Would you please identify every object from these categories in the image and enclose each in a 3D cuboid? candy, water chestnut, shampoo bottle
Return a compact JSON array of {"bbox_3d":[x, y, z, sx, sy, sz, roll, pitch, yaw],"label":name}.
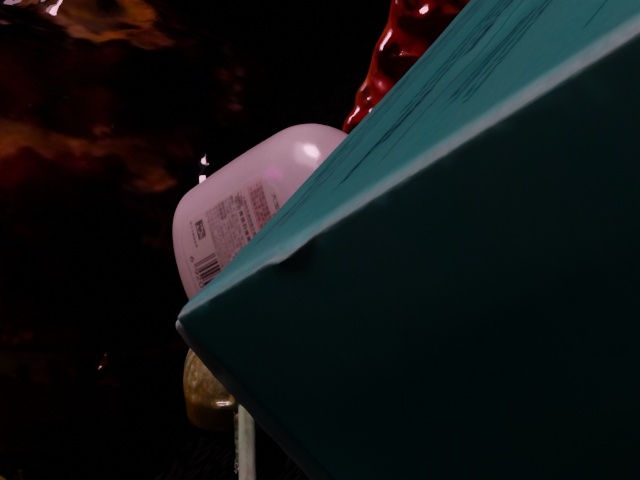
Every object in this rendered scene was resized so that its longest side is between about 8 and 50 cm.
[{"bbox_3d":[-0.032,0.089,0.748,0.061,0.061,0.202,-41,17,10],"label":"candy"},{"bbox_3d":[-0.184,0.011,1.093,0.335,0.335,0.347,-53,-17,-54],"label":"water chestnut"},{"bbox_3d":[0.000,0.000,0.820,0.051,0.108,0.221,-22,-2,-30],"label":"shampoo bottle"}]

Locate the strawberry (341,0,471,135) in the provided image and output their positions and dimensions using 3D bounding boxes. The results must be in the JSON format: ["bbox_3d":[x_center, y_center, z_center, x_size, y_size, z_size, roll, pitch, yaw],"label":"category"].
[{"bbox_3d":[0.095,-0.093,0.889,0.190,0.111,0.236,75,-145,-68],"label":"strawberry"}]

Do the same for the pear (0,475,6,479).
[{"bbox_3d":[-0.264,0.132,0.883,0.164,0.255,0.238,-43,3,7],"label":"pear"}]

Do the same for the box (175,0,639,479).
[{"bbox_3d":[0.125,-0.045,0.396,0.205,0.118,0.311,-51,11,-35],"label":"box"}]
